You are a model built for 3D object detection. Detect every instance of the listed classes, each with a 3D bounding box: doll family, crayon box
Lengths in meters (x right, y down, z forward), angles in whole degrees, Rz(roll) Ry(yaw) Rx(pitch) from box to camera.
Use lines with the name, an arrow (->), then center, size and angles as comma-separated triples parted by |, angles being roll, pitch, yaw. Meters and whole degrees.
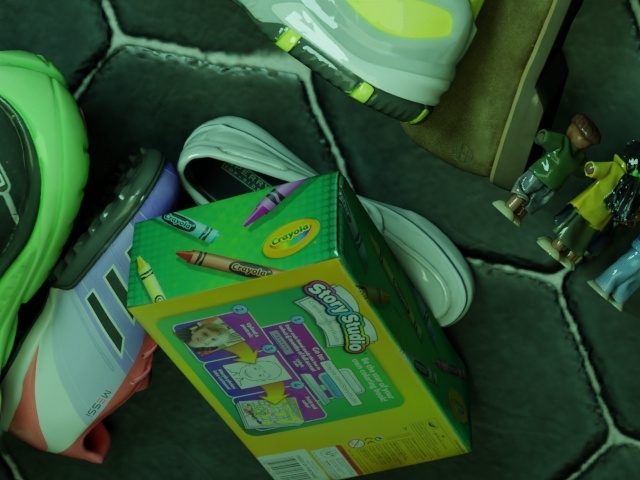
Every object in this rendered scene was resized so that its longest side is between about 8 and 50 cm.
doll family -> 0.217, -0.024, 1.279 | 0.111, 0.193, 0.076 | -49, 53, 6
crayon box -> -0.008, 0.077, 1.305 | 0.165, 0.081, 0.278 | -14, 139, 18

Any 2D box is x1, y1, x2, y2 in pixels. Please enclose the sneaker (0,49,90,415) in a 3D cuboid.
sneaker -> -0.335, 0.059, 1.322 | 0.202, 0.185, 0.483 | 8, 117, -29

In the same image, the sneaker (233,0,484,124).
sneaker -> -0.047, -0.242, 1.231 | 0.384, 0.145, 0.147 | 36, 97, 4

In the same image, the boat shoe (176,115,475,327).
boat shoe -> 0.000, 0.000, 1.342 | 0.258, 0.084, 0.095 | 28, 114, -1

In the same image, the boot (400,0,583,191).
boot -> 0.137, -0.186, 1.237 | 0.115, 0.112, 0.305 | 23, 116, 13

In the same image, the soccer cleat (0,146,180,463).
soccer cleat -> -0.166, 0.057, 1.375 | 0.116, 0.109, 0.318 | 29, 126, -7
